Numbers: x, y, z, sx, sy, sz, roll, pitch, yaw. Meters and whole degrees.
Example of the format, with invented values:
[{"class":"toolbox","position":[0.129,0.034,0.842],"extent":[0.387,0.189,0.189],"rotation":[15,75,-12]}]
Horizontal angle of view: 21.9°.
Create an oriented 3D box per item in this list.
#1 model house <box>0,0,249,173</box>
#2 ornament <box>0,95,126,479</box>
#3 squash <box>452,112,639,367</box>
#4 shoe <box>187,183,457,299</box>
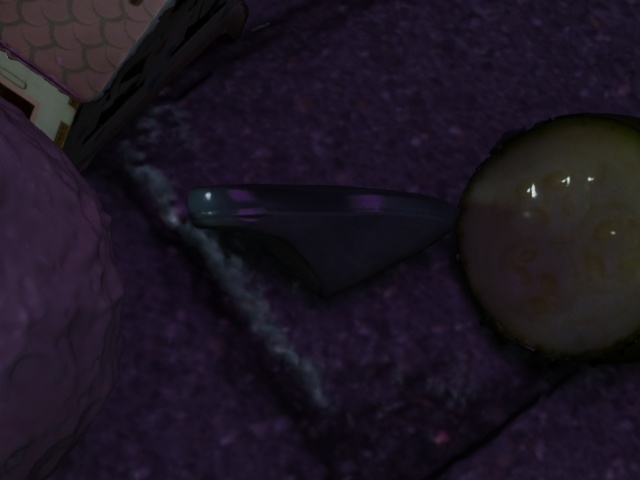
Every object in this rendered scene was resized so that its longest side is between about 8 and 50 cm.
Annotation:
[{"class":"model house","position":[-0.150,-0.176,1.051],"extent":[0.169,0.244,0.326],"rotation":[39,52,2]},{"class":"ornament","position":[-0.229,0.028,0.875],"extent":[0.259,0.225,0.259],"rotation":[19,46,-21]},{"class":"squash","position":[0.230,0.004,1.237],"extent":[0.189,0.189,0.260],"rotation":[57,19,18]},{"class":"shoe","position":[0.000,0.000,1.118],"extent":[0.195,0.079,0.078],"rotation":[5,91,-30]}]
